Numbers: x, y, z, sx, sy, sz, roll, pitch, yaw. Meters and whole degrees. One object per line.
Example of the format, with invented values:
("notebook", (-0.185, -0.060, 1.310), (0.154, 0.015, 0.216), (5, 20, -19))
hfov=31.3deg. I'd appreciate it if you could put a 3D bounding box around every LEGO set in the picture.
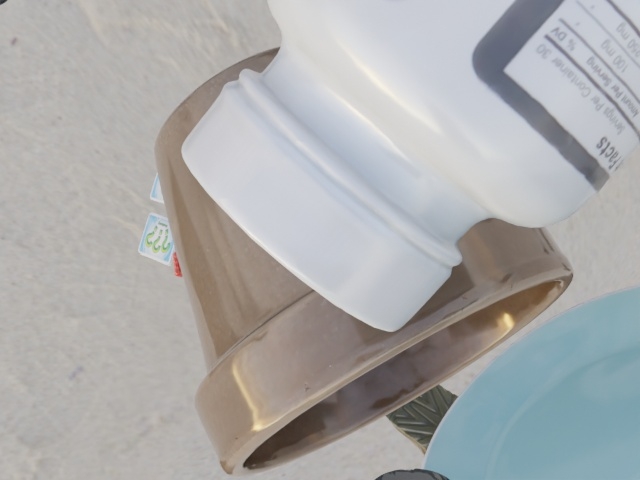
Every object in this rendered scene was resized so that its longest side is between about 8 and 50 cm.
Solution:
("LEGO set", (-0.129, -0.051, 1.218), (0.244, 0.060, 0.182), (19, 93, 52))

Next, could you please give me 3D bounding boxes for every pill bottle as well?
("pill bottle", (0.089, -0.119, 0.492), (0.176, 0.176, 0.318), (43, 99, 13))

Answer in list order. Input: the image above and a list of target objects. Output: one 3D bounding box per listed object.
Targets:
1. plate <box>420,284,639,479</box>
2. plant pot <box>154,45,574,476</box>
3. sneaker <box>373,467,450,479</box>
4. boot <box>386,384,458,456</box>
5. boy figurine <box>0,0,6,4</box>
("plate", (0.130, 0.088, 0.529), (0.188, 0.188, 0.024), (-34, 112, 7))
("plant pot", (0.000, 0.000, 0.781), (0.263, 0.263, 0.229), (-33, 74, 7))
("sneaker", (-0.012, 0.124, 0.349), (0.077, 0.178, 0.072), (-52, 54, 22))
("boot", (0.202, 0.270, 1.246), (0.089, 0.269, 0.236), (-43, 40, -4))
("boy figurine", (-0.368, -0.226, 0.955), (0.285, 0.177, 0.092), (14, 48, 46))
